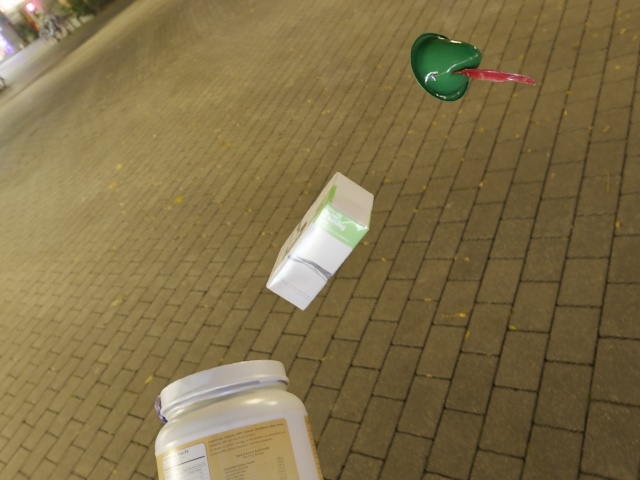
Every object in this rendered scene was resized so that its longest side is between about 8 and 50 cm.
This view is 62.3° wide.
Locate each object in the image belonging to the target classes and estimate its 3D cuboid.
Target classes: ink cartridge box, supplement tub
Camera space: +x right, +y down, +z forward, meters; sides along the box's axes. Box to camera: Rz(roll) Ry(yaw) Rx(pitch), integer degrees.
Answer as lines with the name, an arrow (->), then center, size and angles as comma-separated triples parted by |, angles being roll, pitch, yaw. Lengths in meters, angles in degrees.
ink cartridge box -> 0.000, 0.000, 1.263 | 0.272, 0.115, 0.198 | -53, 10, 27
supplement tub -> -0.070, 0.225, 0.483 | 0.144, 0.144, 0.199 | -24, 65, 16

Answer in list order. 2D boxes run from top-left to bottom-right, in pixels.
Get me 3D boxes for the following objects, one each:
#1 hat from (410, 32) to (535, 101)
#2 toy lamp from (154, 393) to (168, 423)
hat -> 0.340, -0.425, 1.204 | 0.184, 0.209, 0.172 | -15, 70, 61
toy lamp -> -0.263, 0.354, 1.079 | 0.275, 0.080, 0.080 | -4, 44, 50
